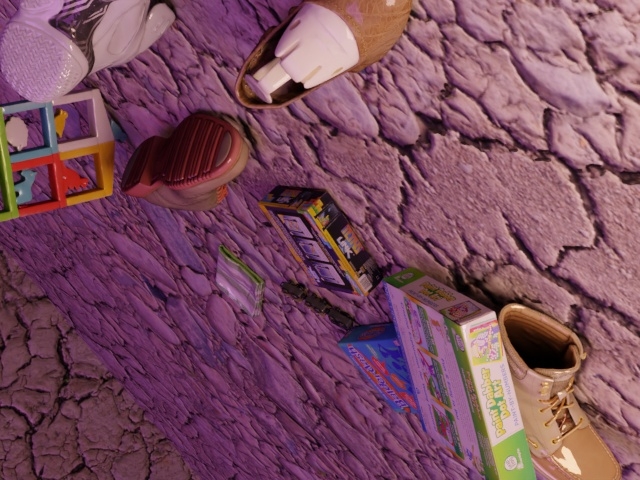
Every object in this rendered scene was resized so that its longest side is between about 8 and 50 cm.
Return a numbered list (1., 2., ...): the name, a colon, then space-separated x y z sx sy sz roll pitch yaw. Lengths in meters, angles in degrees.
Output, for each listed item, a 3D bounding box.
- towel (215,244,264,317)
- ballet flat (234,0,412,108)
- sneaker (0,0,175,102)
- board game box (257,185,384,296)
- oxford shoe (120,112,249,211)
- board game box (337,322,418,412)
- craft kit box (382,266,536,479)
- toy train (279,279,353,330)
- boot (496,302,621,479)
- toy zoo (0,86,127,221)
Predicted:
1. towel: -0.153 0.078 2.165 0.113 0.023 0.152 39 156 13
2. ballet flat: -0.015 -0.214 1.310 0.116 0.124 0.342 50 157 -12
3. sneaker: -0.264 -0.343 1.515 0.137 0.210 0.366 43 123 3
4. board game box: 0.000 0.000 1.743 0.141 0.048 0.170 12 141 56
5. oxford shoe: -0.185 -0.112 1.831 0.130 0.123 0.348 27 166 -28
6. board game box: 0.132 0.203 1.860 0.160 0.047 0.210 50 158 -11
7. craft kit box: 0.181 0.181 1.568 0.246 0.061 0.250 -143 35 -67
8. toy train: -0.007 0.109 1.967 0.158 0.027 0.036 29 163 32
9. boot: 0.305 0.208 1.511 0.262 0.095 0.203 49 159 16
10. toy zoo: -0.458 -0.148 1.990 0.030 0.293 0.192 17 117 49
